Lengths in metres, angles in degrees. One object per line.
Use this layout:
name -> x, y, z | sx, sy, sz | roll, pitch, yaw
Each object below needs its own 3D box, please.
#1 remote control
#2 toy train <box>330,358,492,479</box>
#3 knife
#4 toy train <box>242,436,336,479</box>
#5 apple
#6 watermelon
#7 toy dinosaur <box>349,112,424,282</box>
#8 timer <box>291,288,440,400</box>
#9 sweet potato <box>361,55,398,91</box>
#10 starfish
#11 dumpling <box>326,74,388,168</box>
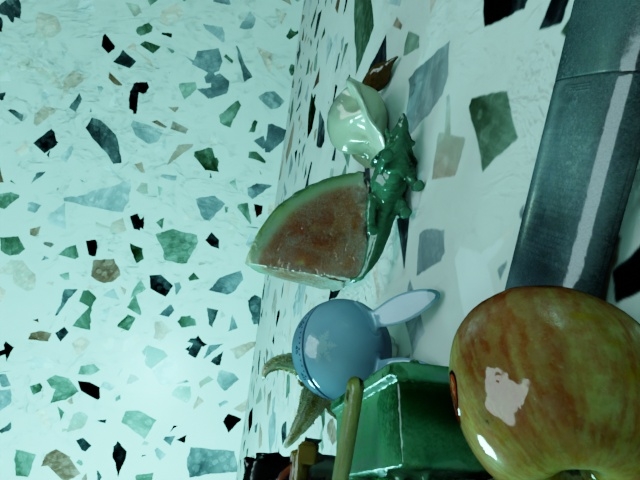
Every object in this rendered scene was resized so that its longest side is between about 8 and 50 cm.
remote control -> 0.227, -0.111, 0.404 | 0.107, 0.044, 0.378 | -140, 58, -70
toy train -> 0.097, 0.257, 0.538 | 0.266, 0.145, 0.202 | 119, 157, -59
knife -> 0.017, 0.287, 0.494 | 0.047, 0.017, 0.298 | -164, 82, -72
toy train -> -0.059, 0.522, 0.811 | 0.163, 0.231, 0.370 | 88, -175, -69
apple -> 0.163, 0.107, 0.334 | 0.131, 0.146, 0.147 | -75, 2, -54
watermelon -> 0.000, 0.000, 1.065 | 0.310, 0.232, 0.193 | -39, -2, -17
toy dinosaur -> 0.112, -0.063, 0.817 | 0.120, 0.079, 0.292 | -164, 84, -83
timer -> 0.078, 0.163, 0.753 | 0.175, 0.255, 0.176 | -11, -90, -67
sweet potato -> 0.126, -0.342, 1.003 | 0.117, 0.049, 0.050 | 148, 130, -60
starfish -> -0.002, 0.258, 0.850 | 0.071, 0.238, 0.216 | -38, 29, 30
dumpling -> 0.082, -0.221, 0.988 | 0.216, 0.126, 0.167 | -43, 67, 57
